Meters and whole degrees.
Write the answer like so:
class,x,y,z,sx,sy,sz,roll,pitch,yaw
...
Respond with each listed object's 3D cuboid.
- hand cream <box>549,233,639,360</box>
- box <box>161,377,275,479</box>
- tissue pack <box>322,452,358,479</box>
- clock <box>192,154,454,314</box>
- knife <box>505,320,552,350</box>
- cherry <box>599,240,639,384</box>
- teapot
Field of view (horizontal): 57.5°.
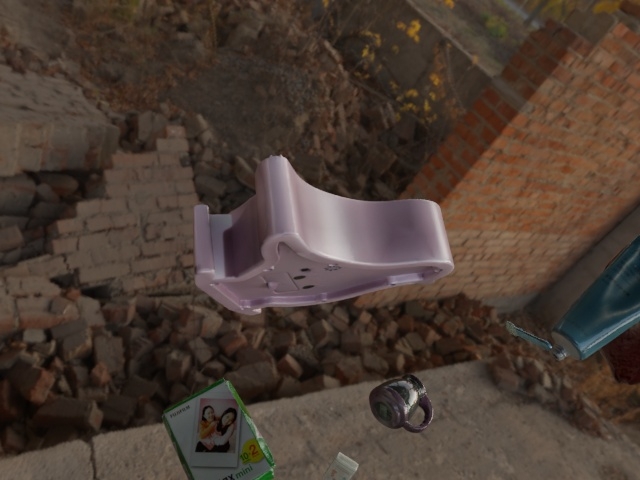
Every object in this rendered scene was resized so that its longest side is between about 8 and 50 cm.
class,x,y,z,sx,sy,sz,roll,pitch,yaw
hand cream,0.369,0.070,0.715,0.083,0.224,0.048,48,-7,20
box,-0.227,0.457,1.305,0.180,0.103,0.250,-26,66,-19
tissue pack,0.046,0.543,1.371,0.056,0.108,0.023,32,39,8
clock,0.000,0.000,0.623,0.290,0.276,0.080,59,22,-71
knife,0.337,0.155,0.946,0.096,0.010,0.027,28,-32,60
cherry,0.583,0.113,0.997,0.230,0.300,0.203,34,2,-43
teapot,0.218,0.410,1.502,0.148,0.115,0.146,14,27,41
